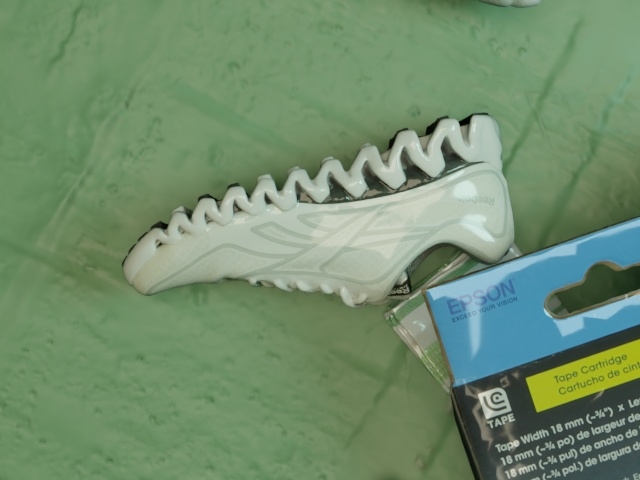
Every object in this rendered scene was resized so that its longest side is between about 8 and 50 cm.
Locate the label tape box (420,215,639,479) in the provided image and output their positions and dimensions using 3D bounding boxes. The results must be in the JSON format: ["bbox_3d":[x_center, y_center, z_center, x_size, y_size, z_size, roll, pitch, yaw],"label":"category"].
[{"bbox_3d":[0.230,0.147,0.907,0.240,0.106,0.334,-19,95,1],"label":"label tape box"}]

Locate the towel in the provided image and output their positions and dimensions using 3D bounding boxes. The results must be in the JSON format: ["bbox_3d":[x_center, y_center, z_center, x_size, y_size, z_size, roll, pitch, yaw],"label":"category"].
[{"bbox_3d":[0.136,0.079,0.963,0.113,0.023,0.152,-38,90,5],"label":"towel"}]

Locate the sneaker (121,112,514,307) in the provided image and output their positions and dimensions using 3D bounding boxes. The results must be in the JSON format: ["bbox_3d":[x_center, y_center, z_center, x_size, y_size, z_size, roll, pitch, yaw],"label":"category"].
[{"bbox_3d":[0.000,0.000,0.925,0.292,0.110,0.118,-17,92,5],"label":"sneaker"}]

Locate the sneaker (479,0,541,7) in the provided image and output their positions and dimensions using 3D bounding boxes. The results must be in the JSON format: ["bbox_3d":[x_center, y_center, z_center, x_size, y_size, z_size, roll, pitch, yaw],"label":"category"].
[{"bbox_3d":[0.158,-0.323,0.903,0.236,0.130,0.323,35,90,-8],"label":"sneaker"}]
